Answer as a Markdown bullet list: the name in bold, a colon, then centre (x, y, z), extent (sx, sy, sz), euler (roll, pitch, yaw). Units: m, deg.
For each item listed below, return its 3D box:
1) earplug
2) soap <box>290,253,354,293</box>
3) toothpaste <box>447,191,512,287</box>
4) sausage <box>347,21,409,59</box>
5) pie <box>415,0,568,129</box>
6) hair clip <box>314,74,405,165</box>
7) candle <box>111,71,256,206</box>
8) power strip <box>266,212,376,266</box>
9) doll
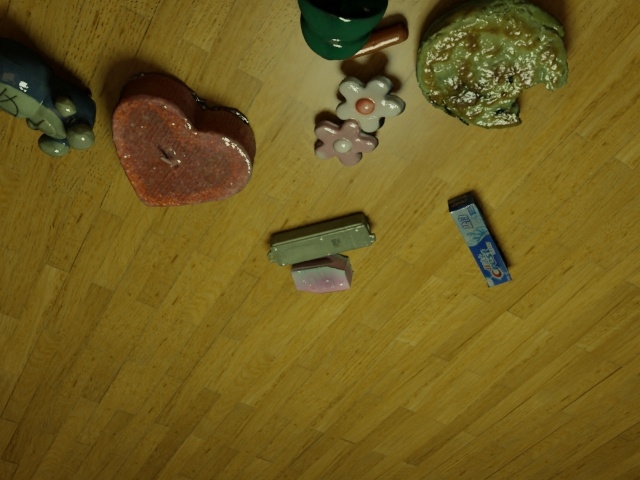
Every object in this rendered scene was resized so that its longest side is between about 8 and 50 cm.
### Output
- **earplug**: centre (0.079, -0.448, 1.186), extent (0.257, 0.164, 0.280), euler (-11, 149, -30)
- **soap**: centre (0.008, 0.085, 1.667), extent (0.149, 0.056, 0.100), euler (-8, 131, 8)
- **toothpaste**: centre (0.389, 0.004, 1.590), extent (0.066, 0.053, 0.272), euler (-22, 126, 19)
- **sausage**: centre (0.109, -0.390, 1.280), extent (0.131, 0.041, 0.039), euler (-17, 106, 14)
- **pie**: centre (0.332, -0.342, 1.282), extent (0.302, 0.067, 0.303), euler (4, 141, 3)
- **hair clip**: centre (0.075, -0.254, 1.381), extent (0.146, 0.075, 0.257), euler (18, 133, -19)
- **candle**: centre (-0.317, -0.184, 1.410), extent (0.316, 0.131, 0.287), euler (32, 126, -21)
- **power strip**: centre (0.000, 0.000, 1.600), extent (0.272, 0.052, 0.078), euler (-13, 128, 14)
- **doll**: centre (-0.573, -0.289, 1.303), extent (0.258, 0.154, 0.228), euler (32, 161, -35)
